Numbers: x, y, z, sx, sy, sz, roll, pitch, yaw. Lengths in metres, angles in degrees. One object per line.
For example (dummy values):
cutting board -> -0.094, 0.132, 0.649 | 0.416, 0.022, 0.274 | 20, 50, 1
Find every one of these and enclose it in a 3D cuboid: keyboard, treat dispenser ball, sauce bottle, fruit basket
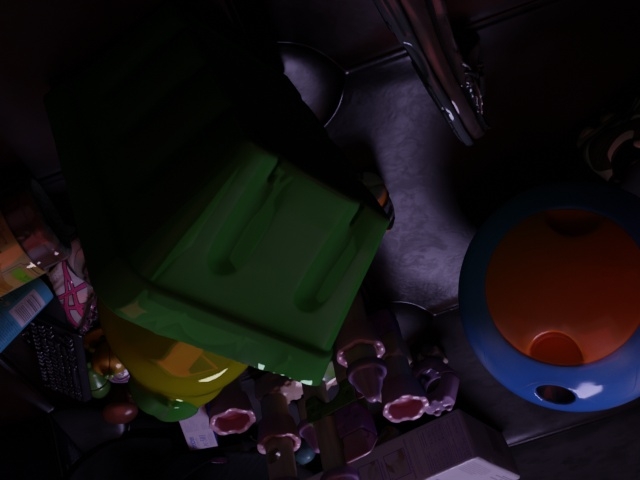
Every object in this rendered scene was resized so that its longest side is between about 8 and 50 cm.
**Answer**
keyboard -> -0.359, 0.151, 1.218 | 0.108, 0.023, 0.180 | 26, 142, 11
treat dispenser ball -> 0.317, 0.069, 1.148 | 0.288, 0.288, 0.288 | -8, 139, -7
sauce bottle -> -0.447, 0.052, 1.007 | 0.344, 0.111, 0.111 | -28, 139, -1
fruit basket -> -0.140, 0.012, 0.899 | 0.283, 0.392, 0.392 | 27, 125, -37

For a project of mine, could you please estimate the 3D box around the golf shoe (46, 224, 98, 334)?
golf shoe -> -0.300, 0.045, 1.135 | 0.086, 0.067, 0.186 | 27, 136, 1

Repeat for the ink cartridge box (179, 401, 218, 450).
ink cartridge box -> -0.188, 0.206, 1.310 | 0.046, 0.097, 0.207 | -9, 139, -3

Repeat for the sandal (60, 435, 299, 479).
sandal -> -0.188, 0.375, 1.374 | 0.445, 0.168, 0.107 | 8, 164, -43

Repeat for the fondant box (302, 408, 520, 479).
fondant box -> 0.158, 0.427, 1.630 | 0.330, 0.096, 0.238 | -30, 147, 16

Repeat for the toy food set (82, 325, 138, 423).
toy food set -> -0.275, 0.208, 1.308 | 0.128, 0.071, 0.218 | -11, 140, -3

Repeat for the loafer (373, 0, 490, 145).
loafer -> 0.130, -0.202, 0.944 | 0.084, 0.096, 0.267 | -31, 135, 11

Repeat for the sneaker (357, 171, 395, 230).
sneaker -> 0.000, 0.000, 1.143 | 0.214, 0.084, 0.083 | -27, 142, 14

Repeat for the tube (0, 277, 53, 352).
tube -> -0.411, 0.121, 1.091 | 0.080, 0.207, 0.052 | 50, 152, -16

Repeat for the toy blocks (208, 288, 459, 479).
toy blocks -> 0.037, 0.267, 1.317 | 0.288, 0.260, 0.309 | -31, 136, 18

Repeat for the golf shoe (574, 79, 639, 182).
golf shoe -> 0.399, -0.144, 1.080 | 0.077, 0.094, 0.198 | 23, 126, -33

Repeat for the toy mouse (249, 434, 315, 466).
toy mouse -> -0.054, 0.361, 1.572 | 0.143, 0.031, 0.161 | -24, 138, 11

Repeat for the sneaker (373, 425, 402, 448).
sneaker -> 0.110, 0.358, 1.615 | 0.037, 0.032, 0.083 | 24, 128, -35

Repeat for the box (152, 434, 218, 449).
box -> -0.233, 0.364, 1.481 | 0.137, 0.094, 0.027 | 1, 172, -15

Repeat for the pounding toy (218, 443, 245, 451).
pounding toy -> -0.160, 0.433, 1.572 | 0.130, 0.100, 0.141 | -13, 139, -1

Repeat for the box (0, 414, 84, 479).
box -> -0.499, 0.481, 1.431 | 0.343, 0.179, 0.312 | -24, 140, -6
